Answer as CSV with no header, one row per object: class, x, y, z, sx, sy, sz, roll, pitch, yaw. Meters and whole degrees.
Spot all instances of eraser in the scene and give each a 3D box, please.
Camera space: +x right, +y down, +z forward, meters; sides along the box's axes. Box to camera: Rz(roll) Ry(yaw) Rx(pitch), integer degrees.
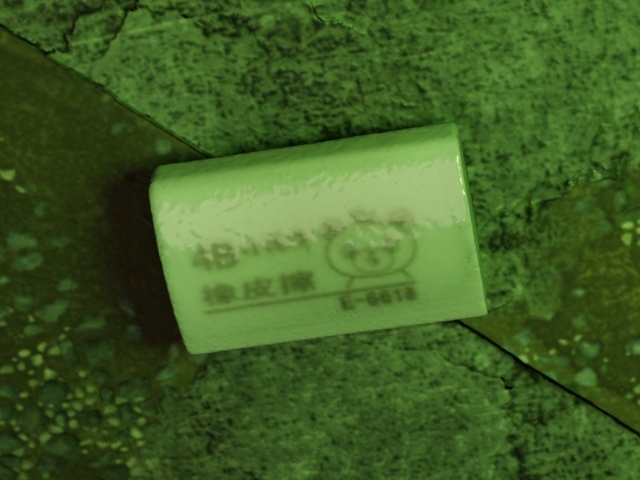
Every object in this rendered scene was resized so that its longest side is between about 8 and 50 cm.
eraser,0.000,0.000,1.667,0.270,0.095,0.174,-7,116,8
